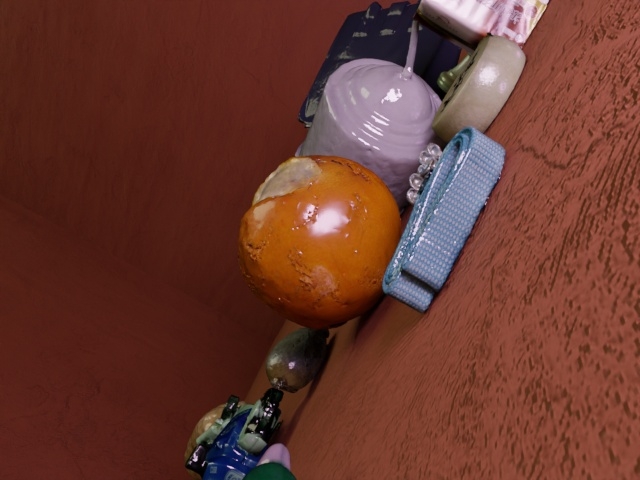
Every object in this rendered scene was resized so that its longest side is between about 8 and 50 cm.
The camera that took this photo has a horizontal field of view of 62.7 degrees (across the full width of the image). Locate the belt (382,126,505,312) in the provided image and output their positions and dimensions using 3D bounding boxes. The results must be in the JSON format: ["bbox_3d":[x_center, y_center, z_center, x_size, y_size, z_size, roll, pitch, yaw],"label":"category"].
[{"bbox_3d":[0.109,-0.020,0.506,0.179,0.065,0.100,-61,11,-11],"label":"belt"}]

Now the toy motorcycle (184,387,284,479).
[{"bbox_3d":[-0.151,0.378,0.937,0.196,0.125,0.331,-61,5,-36],"label":"toy motorcycle"}]

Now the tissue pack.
[{"bbox_3d":[0.218,-0.322,0.728,0.099,0.149,0.106,-61,1,7],"label":"tissue pack"}]

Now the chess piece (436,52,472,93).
[{"bbox_3d":[0.274,-0.329,0.936,0.149,0.059,0.059,-53,6,37],"label":"chess piece"}]

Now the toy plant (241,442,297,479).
[{"bbox_3d":[-0.087,0.287,0.389,0.232,0.113,0.243,-54,11,39],"label":"toy plant"}]

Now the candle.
[{"bbox_3d":[0.080,-0.157,0.867,0.221,0.221,0.342,-62,-1,-35],"label":"candle"}]

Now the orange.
[{"bbox_3d":[0.000,0.000,0.729,0.239,0.240,0.240,-61,1,2],"label":"orange"}]

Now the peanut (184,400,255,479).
[{"bbox_3d":[-0.221,0.466,1.207,0.140,0.153,0.325,-13,-27,-43],"label":"peanut"}]

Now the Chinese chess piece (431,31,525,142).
[{"bbox_3d":[0.199,-0.191,0.676,0.144,0.059,0.144,-60,1,2],"label":"Chinese chess piece"}]

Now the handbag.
[{"bbox_3d":[0.139,-0.356,1.111,0.304,0.122,0.329,12,76,45],"label":"handbag"}]

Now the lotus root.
[{"bbox_3d":[-0.034,0.194,0.900,0.165,0.088,0.088,-43,-13,-47],"label":"lotus root"}]
